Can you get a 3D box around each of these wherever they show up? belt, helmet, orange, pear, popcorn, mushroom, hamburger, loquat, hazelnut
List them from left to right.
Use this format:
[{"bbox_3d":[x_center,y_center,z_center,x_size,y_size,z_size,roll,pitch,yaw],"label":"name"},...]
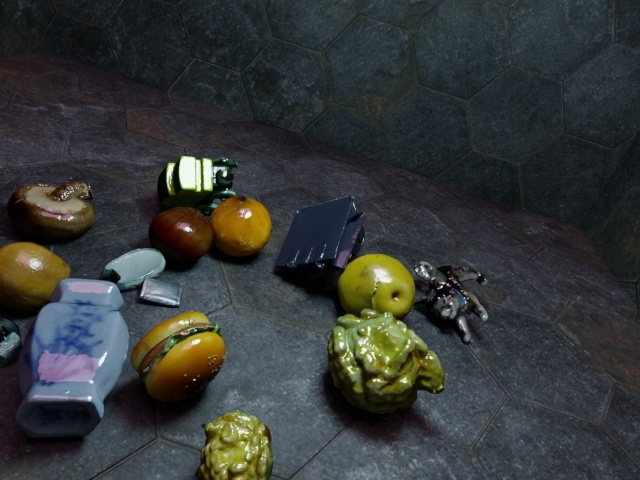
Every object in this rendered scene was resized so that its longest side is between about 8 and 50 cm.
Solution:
[{"bbox_3d":[-0.833,0.260,1.239,0.140,0.058,0.105,38,38,30],"label":"belt"},{"bbox_3d":[-0.830,0.105,1.372,0.234,0.187,0.176,37,12,-36],"label":"loquat"},{"bbox_3d":[-0.946,-0.108,1.710,0.297,0.163,0.278,31,40,22],"label":"mushroom"},{"bbox_3d":[-0.513,-0.029,1.754,0.217,0.217,0.251,-10,19,-41],"label":"hazelnut"},{"bbox_3d":[-0.353,0.310,1.244,0.246,0.246,0.170,-17,59,-46],"label":"hamburger"},{"bbox_3d":[-0.192,0.499,1.074,0.169,0.189,0.218,7,36,-6],"label":"popcorn"},{"bbox_3d":[-0.313,-0.055,1.881,0.246,0.246,0.246,14,29,-8],"label":"orange"},{"bbox_3d":[0.080,-0.012,2.077,0.189,0.193,0.216,-2,47,-51],"label":"helmet"},{"bbox_3d":[0.196,0.189,1.769,0.285,0.285,0.336,15,-15,-6],"label":"pear"},{"bbox_3d":[0.167,0.360,1.412,0.279,0.274,0.335,-7,38,-34],"label":"popcorn"}]

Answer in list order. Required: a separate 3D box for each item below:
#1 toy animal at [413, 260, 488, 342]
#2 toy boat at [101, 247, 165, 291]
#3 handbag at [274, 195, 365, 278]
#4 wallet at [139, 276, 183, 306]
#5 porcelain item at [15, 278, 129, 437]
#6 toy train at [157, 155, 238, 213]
[{"bbox_3d":[0.500,0.217,1.939,0.302,0.194,0.344,27,27,5],"label":"toy animal"},{"bbox_3d":[-0.624,0.103,1.630,0.134,0.079,0.207,34,44,23],"label":"toy boat"},{"bbox_3d":[0.000,0.000,1.866,0.122,0.303,0.329,48,48,-34],"label":"handbag"},{"bbox_3d":[-0.521,0.173,1.577,0.129,0.026,0.088,17,46,-20],"label":"wallet"},{"bbox_3d":[-0.614,0.280,1.207,0.242,0.178,0.405,7,33,-20],"label":"porcelain item"},{"bbox_3d":[-0.514,-0.223,1.960,0.272,0.179,0.442,1,-9,-30],"label":"toy train"}]
